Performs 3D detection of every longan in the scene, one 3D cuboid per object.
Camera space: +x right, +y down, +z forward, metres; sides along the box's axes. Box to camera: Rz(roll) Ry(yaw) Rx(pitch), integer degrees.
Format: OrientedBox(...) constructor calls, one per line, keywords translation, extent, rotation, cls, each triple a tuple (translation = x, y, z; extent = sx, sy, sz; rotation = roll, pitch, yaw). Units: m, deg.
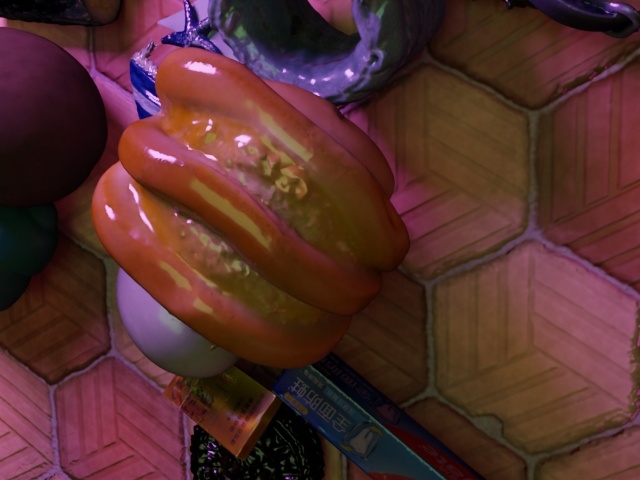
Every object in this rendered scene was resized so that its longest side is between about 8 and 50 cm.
OrientedBox(translation=(-0.381, -0.149, 0.882), extent=(0.248, 0.248, 0.248), rotation=(3, 98, 22), cls="longan")

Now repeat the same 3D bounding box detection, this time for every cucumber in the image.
OrientedBox(translation=(-0.364, -0.315, 0.958), extent=(0.212, 0.062, 0.078), rotation=(6, 55, 27), cls="cucumber")

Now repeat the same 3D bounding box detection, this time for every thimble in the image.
OrientedBox(translation=(-0.001, -0.246, 0.738), extent=(0.235, 0.143, 0.198), rotation=(20, 135, 22), cls="thimble")

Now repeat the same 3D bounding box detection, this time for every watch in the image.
OrientedBox(translation=(0.263, -0.293, 0.677), extent=(0.193, 0.068, 0.206), rotation=(-25, 90, 4), cls="watch")

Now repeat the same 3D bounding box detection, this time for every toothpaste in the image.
OrientedBox(translation=(0.089, 0.245, 0.836), extent=(0.320, 0.076, 0.066), rotation=(37, 106, 13), cls="toothpaste")

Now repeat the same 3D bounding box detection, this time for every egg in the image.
OrientedBox(translation=(-0.165, 0.077, 0.877), extent=(0.149, 0.149, 0.192), rotation=(-41, 74, 21), cls="egg")

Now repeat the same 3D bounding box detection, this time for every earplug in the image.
OrientedBox(translation=(-0.490, -0.009, 1.019), extent=(0.280, 0.164, 0.257), rotation=(-25, 50, 11), cls="earplug")

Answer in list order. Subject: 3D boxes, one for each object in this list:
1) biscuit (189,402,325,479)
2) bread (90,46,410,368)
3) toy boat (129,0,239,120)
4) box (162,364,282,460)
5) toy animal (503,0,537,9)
OrientedBox(translation=(-0.084, 0.282, 0.923), extent=(0.195, 0.053, 0.194), rotation=(3, 97, 22), cls="biscuit")
OrientedBox(translation=(-0.070, -0.026, 0.713), extent=(0.316, 0.211, 0.270), rotation=(39, 125, -1), cls="bread")
OrientedBox(translation=(-0.139, -0.240, 0.875), extent=(0.210, 0.070, 0.291), rotation=(1, 94, 17), cls="toy boat")
OrientedBox(translation=(-0.125, 0.195, 0.899), extent=(0.156, 0.022, 0.089), rotation=(28, 78, 38), cls="box")
OrientedBox(translation=(0.167, -0.271, 0.744), extent=(0.136, 0.065, 0.047), rotation=(32, 109, 2), cls="toy animal")
